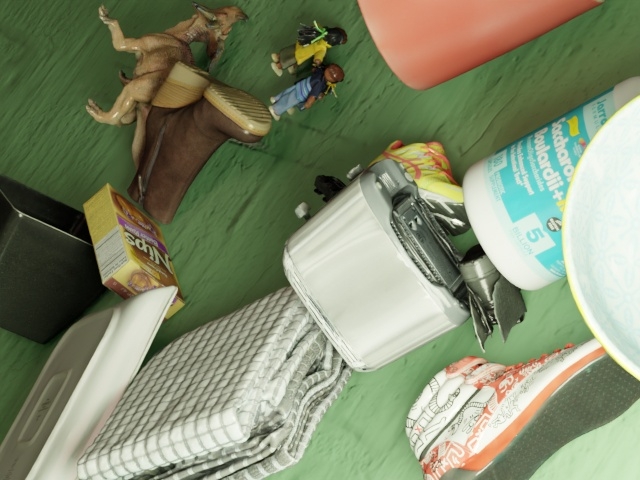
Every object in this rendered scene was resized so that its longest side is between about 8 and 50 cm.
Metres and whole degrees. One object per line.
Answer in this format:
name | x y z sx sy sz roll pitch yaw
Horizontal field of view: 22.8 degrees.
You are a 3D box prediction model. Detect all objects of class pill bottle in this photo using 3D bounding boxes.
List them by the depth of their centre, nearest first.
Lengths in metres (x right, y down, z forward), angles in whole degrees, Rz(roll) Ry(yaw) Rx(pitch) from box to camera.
pill bottle | 0.283 -0.067 1.571 0.264 0.146 0.146 -30 39 24

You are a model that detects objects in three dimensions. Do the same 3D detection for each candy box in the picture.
candy box | -0.245 0.017 2.080 0.053 0.109 0.187 -39 37 12

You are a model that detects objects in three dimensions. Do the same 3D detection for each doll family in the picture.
doll family | -0.009 -0.229 2.102 0.111 0.076 0.193 -23 47 24

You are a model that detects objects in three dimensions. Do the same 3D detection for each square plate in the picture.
square plate | -0.316 0.213 1.919 0.344 0.049 0.347 -63 16 -19

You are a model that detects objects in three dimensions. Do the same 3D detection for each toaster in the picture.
toaster | 0.067 0.038 1.678 0.146 0.227 0.129 -34 4 25

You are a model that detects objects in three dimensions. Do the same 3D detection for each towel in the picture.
towel | -0.098 0.180 1.713 0.235 0.121 0.284 -24 19 28

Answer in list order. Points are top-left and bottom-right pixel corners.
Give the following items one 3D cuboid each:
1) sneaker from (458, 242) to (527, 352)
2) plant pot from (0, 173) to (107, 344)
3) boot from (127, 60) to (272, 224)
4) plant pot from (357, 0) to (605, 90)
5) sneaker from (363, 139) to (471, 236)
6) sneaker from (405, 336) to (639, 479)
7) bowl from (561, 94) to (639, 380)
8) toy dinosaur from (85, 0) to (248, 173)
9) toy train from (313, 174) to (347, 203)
sneaker | 0.181 0.050 1.637 0.051 0.089 0.170 -22 4 21
plant pot | -0.409 0.030 2.192 0.167 0.187 0.188 -58 35 7
boot | -0.166 -0.114 2.141 0.248 0.090 0.207 36 109 51
plant pot | 0.191 -0.337 1.847 0.243 0.275 0.275 -14 47 26
sneaker | 0.119 -0.072 1.807 0.094 0.081 0.208 -52 35 -10
sneaker | 0.195 0.139 1.517 0.270 0.090 0.145 -44 38 10
bowl | 0.349 0.008 1.394 0.289 0.289 0.156 -51 -8 -4
toy dinosaur | -0.217 -0.238 2.292 0.200 0.127 0.296 -2 65 16
toy train | 0.042 -0.034 1.876 0.158 0.036 0.027 47 130 46
